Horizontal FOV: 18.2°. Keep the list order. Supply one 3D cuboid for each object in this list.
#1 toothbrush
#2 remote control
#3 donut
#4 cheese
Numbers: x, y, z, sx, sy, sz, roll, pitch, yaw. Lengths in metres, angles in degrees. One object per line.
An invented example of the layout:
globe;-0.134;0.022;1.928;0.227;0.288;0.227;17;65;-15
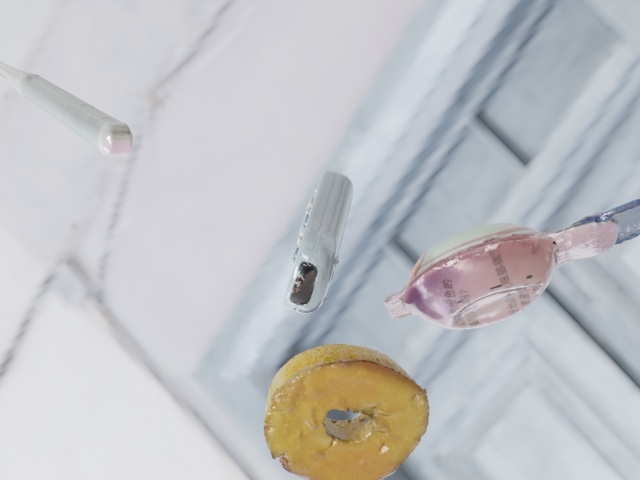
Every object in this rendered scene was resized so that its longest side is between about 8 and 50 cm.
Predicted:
toothbrush;-0.220;-0.112;1.562;0.025;0.342;0.030;-2;-76;-28
remote control;0.000;0.000;2.002;0.244;0.047;0.087;-74;4;-67
donut;0.021;0.175;2.077;0.178;0.065;0.162;36;-71;-31
cheese;0.201;0.023;2.022;0.286;0.074;0.189;-21;-21;5
